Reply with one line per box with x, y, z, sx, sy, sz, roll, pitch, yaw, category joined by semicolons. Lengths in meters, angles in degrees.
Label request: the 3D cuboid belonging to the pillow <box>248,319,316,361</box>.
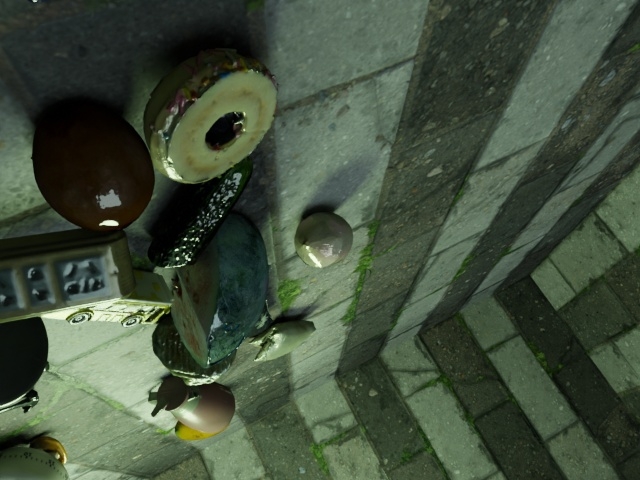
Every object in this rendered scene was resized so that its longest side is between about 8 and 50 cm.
-0.103;0.280;1.578;0.134;0.078;0.181;-42;156;27;pillow

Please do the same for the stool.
-0.481;0.135;0.732;0.139;0.228;0.153;-20;-151;32;stool

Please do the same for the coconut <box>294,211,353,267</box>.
0.000;0.000;1.070;0.110;0.110;0.124;-43;162;28;coconut

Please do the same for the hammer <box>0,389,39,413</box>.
-0.664;0.348;1.087;0.200;0.021;0.078;-15;153;-34;hammer

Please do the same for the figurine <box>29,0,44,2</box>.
-0.180;-0.226;0.336;0.274;0.133;0.194;-12;143;-8;figurine

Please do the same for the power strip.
-0.410;0.056;0.610;0.387;0.066;0.092;-10;116;-16;power strip

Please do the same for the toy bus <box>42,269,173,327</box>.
-0.338;0.082;0.859;0.074;0.081;0.226;-42;153;15;toy bus

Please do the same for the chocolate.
-0.251;-0.082;0.601;0.124;0.127;0.133;-58;149;-15;chocolate

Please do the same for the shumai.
-0.253;0.216;1.185;0.184;0.184;0.142;-27;-179;-9;shumai

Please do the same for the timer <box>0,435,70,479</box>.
-0.719;0.609;1.291;0.233;0.240;0.234;-4;116;-7;timer

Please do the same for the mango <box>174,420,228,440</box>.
-0.392;0.607;1.866;0.221;0.121;0.151;-35;155;31;mango

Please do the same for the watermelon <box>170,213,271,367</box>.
-0.156;0.105;0.983;0.175;0.188;0.322;-18;156;-25;watermelon

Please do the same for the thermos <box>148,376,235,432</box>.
-0.371;0.455;1.557;0.176;0.146;0.265;-9;154;14;thermos

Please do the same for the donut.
-0.126;-0.141;0.626;0.174;0.068;0.175;-40;160;-17;donut

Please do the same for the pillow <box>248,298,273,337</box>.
-0.182;0.189;1.317;0.141;0.055;0.208;-18;157;-5;pillow

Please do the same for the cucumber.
-0.174;-0.042;0.801;0.074;0.075;0.241;-5;145;-47;cucumber
